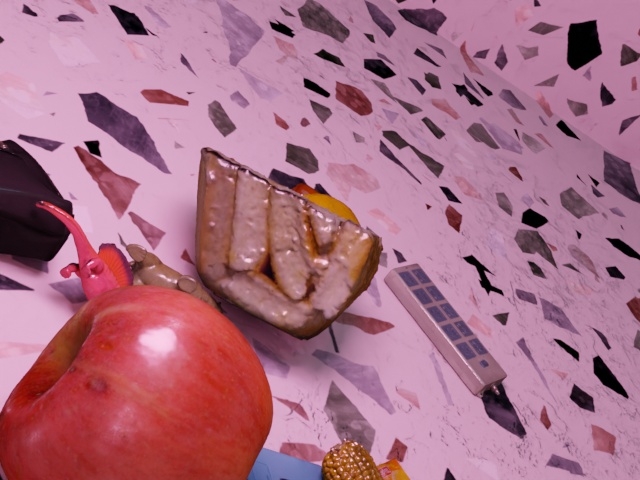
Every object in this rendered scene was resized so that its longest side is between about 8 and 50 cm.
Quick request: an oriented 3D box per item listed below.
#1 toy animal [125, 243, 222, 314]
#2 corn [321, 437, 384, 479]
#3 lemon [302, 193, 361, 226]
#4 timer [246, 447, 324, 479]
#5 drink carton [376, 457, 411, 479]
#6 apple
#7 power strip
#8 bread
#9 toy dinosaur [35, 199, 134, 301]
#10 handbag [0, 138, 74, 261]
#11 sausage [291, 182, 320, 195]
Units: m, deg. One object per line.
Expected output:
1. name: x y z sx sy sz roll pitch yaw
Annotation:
1. toy animal: -0.266 0.089 1.887 0.218 0.103 0.101 30 9 -4
2. corn: 0.086 0.453 1.719 0.260 0.091 0.091 59 20 15
3. lemon: 0.000 0.000 2.158 0.244 0.187 0.187 55 18 -39
4. timer: -0.049 0.459 1.664 0.250 0.091 0.232 25 32 -41
5. drink carton: 0.148 0.493 1.791 0.096 0.071 0.223 -8 54 -48
6. apple: -0.246 0.251 1.458 0.364 0.364 0.364 25 35 -19
7. power strip: 0.280 0.197 2.311 0.106 0.043 0.367 -11 57 -49
8. bread: -0.100 0.021 1.950 0.395 0.264 0.239 27 5 6
9. toy dinosaur: -0.370 0.032 1.753 0.139 0.070 0.286 -49 123 -53
10. handbag: -0.606 -0.108 1.744 0.342 0.152 0.288 15 28 -37
11. sausage: 0.009 -0.049 2.324 0.197 0.076 0.076 39 32 -1
